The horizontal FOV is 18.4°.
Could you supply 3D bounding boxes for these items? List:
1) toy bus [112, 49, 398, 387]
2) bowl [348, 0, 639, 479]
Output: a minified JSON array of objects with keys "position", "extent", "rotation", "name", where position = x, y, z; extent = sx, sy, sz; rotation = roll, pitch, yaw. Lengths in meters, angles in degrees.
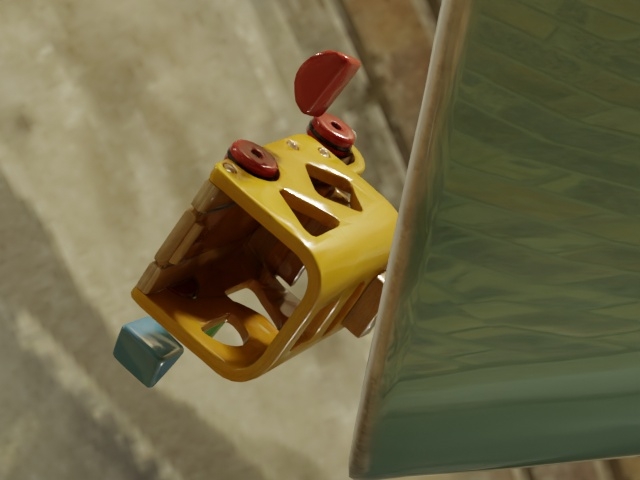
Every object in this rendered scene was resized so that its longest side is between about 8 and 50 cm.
[{"position":[-0.008,0.006,1.069],"extent":[0.104,0.191,0.202],"rotation":[41,71,12],"name":"toy bus"},{"position":[0.116,-0.081,0.465],"extent":[0.311,0.163,0.312],"rotation":[11,90,-87],"name":"bowl"}]
